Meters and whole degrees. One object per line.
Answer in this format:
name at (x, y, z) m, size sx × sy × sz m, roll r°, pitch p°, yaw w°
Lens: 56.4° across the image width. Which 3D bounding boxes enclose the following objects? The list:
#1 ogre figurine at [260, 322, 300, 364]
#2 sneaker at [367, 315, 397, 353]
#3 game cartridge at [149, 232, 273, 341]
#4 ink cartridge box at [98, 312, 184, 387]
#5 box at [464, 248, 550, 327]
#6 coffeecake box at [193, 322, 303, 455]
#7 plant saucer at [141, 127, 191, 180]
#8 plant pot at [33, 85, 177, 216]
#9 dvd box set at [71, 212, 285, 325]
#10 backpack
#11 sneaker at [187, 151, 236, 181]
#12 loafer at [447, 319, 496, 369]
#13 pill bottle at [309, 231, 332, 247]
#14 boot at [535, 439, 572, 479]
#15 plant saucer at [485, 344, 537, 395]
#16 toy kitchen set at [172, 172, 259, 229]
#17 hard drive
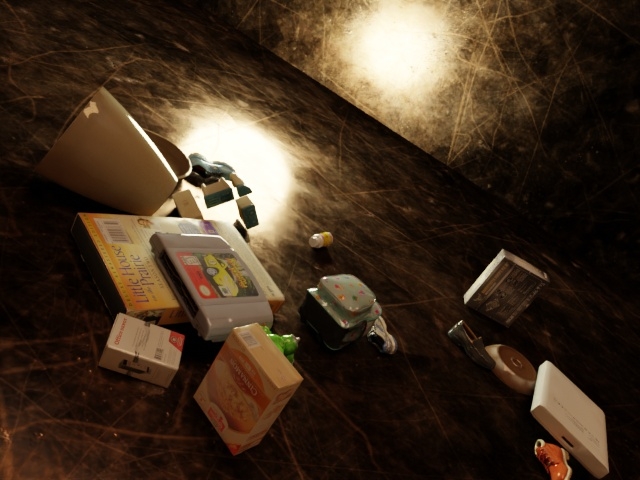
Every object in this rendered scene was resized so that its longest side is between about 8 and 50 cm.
ogre figurine at (-0.118, 0.240, 1.226) m, size 0.197 × 0.118 × 0.097 m, roll 19°, pitch 29°, yaw -25°
sneaker at (0.148, 0.244, 1.583) m, size 0.058 × 0.052 × 0.135 m, roll 0°, pitch 40°, yaw -41°
game cartridge at (-0.231, 0.091, 1.305) m, size 0.196 × 0.060 × 0.294 m, roll 5°, pitch 38°, yaw -49°
ink cartridge box at (-0.334, 0.206, 1.123) m, size 0.135 × 0.056 × 0.099 m, roll 24°, pitch 27°, yaw -17°
box at (0.628, 0.166, 2.027) m, size 0.183 × 0.231 × 0.056 m, roll 28°, pitch 30°, yaw -5°
coffeecake box at (-0.135, 0.268, 1.083) m, size 0.142 × 0.186 × 0.068 m, roll 46°, pitch 29°, yaw 27°
plant saucer at (-0.511, -0.247, 1.736) m, size 0.277 × 0.041 × 0.278 m, roll 25°, pitch 26°, yaw -13°
plant pot at (-0.497, -0.186, 1.458) m, size 0.274 × 0.256 × 0.256 m, roll 39°, pitch 22°, yaw -25°
dvd box set at (-0.320, 0.061, 1.385) m, size 0.420 × 0.062 × 0.308 m, roll 1°, pitch 40°, yaw -47°
backpack at (0.061, 0.171, 1.515) m, size 0.166 × 0.144 × 0.188 m, roll 41°, pitch 24°, yaw 30°
sneaker at (-0.340, -0.211, 1.855) m, size 0.162 × 0.063 × 0.073 m, roll 17°, pitch 45°, yaw -15°
loafer at (0.460, 0.312, 1.784) m, size 0.170 × 0.061 × 0.062 m, roll 43°, pitch 27°, yaw 20°
pill bottle at (0.000, 0.000, 1.851) m, size 0.043 × 0.043 × 0.083 m, roll 42°, pitch 28°, yaw 20°
boot at (0.577, 0.560, 1.495) m, size 0.084 × 0.059 × 0.158 m, roll 32°, pitch 18°, yaw 6°
plant saucer at (0.593, 0.386, 1.831) m, size 0.198 × 0.036 × 0.199 m, roll 26°, pitch 27°, yaw -14°
toy kitchen set at (-0.277, -0.067, 1.654) m, size 0.207 × 0.166 × 0.122 m, roll -21°, pitch 47°, yaw -13°
hard drive at (0.709, 0.492, 1.694) m, size 0.233 × 0.047 × 0.353 m, roll 45°, pitch 23°, yaw 11°
